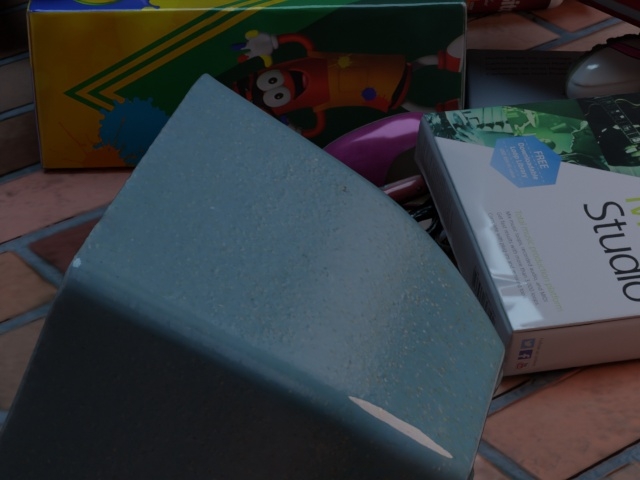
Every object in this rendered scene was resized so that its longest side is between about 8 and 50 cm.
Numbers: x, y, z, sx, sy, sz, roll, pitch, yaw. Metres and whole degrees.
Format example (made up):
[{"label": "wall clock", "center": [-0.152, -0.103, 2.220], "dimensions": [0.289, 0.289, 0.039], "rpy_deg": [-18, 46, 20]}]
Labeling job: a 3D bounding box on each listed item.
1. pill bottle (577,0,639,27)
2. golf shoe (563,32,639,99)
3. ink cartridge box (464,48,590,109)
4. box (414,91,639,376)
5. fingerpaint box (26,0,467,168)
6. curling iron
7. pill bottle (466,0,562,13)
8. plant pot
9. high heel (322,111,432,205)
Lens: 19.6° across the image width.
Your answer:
[{"label": "pill bottle", "center": [0.249, -0.313, 1.566], "dimensions": [0.408, 0.229, 0.229], "rpy_deg": [28, 41, 27]}, {"label": "golf shoe", "center": [0.300, -0.132, 1.571], "dimensions": [0.186, 0.067, 0.086], "rpy_deg": [-5, 36, -11]}, {"label": "ink cartridge box", "center": [0.242, -0.133, 1.677], "dimensions": [0.223, 0.045, 0.224], "rpy_deg": [1, 31, 1]}, {"label": "box", "center": [0.257, -0.018, 1.417], "dimensions": [0.322, 0.058, 0.232], "rpy_deg": [-6, 48, -15]}, {"label": "fingerpaint box", "center": [-0.069, -0.244, 1.745], "dimensions": [0.371, 0.163, 0.445], "rpy_deg": [-1, 31, -1]}, {"label": "curling iron", "center": [0.000, 0.000, 1.449], "dimensions": [0.274, 0.035, 0.068], "rpy_deg": [-13, 77, -13]}, {"label": "pill bottle", "center": [0.198, -0.275, 1.871], "dimensions": [0.152, 0.086, 0.086], "rpy_deg": [-5, 32, -7]}, {"label": "plant pot", "center": [-0.035, 0.098, 1.120], "dimensions": [0.252, 0.247, 0.247], "rpy_deg": [26, 34, 0]}, {"label": "high heel", "center": [0.115, -0.042, 1.513], "dimensions": [0.244, 0.082, 0.117], "rpy_deg": [-2, 41, -11]}]
